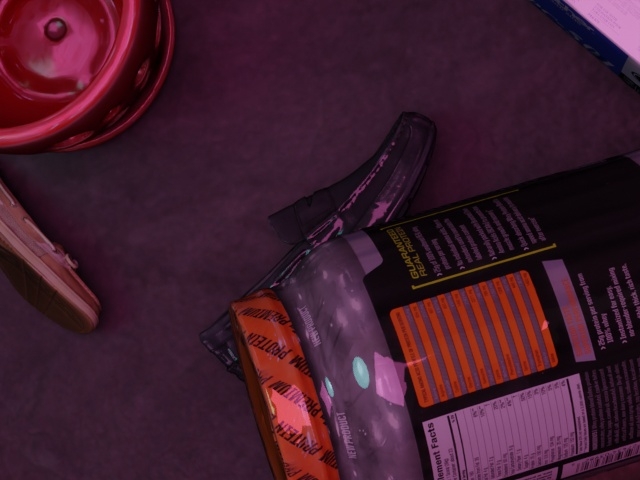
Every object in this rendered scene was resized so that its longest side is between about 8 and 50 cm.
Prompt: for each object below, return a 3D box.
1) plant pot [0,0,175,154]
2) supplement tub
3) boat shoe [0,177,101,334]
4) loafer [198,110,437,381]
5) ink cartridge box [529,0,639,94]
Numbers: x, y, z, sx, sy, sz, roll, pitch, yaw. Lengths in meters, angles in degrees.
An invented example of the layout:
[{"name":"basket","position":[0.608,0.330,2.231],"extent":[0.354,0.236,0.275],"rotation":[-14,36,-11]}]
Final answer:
[{"name":"plant pot","position":[-0.198,-0.148,1.218],"extent":[0.191,0.174,0.191],"rotation":[0,87,5]},{"name":"supplement tub","position":[0.113,0.067,1.141],"extent":[0.316,0.193,0.193],"rotation":[-15,85,-7]},{"name":"boat shoe","position":[-0.206,0.003,1.274],"extent":[0.153,0.056,0.048],"rotation":[41,60,11]},{"name":"loafer","position":[0.000,0.000,1.239],"extent":[0.078,0.076,0.223],"rotation":[35,94,-1]},{"name":"ink cartridge box","position":[0.227,-0.126,1.214],"extent":[0.207,0.097,0.046],"rotation":[42,91,6]}]
